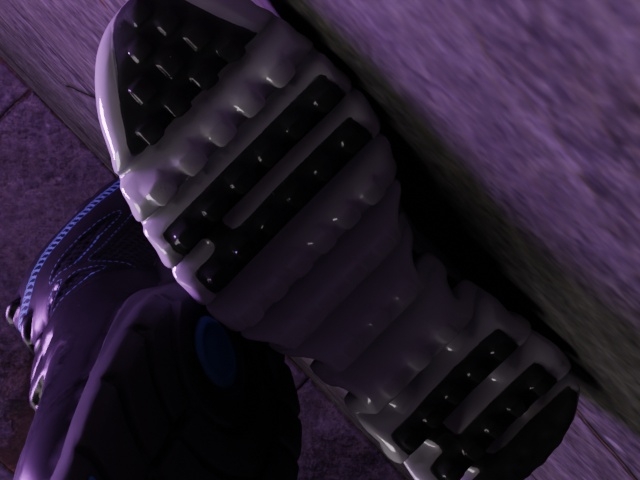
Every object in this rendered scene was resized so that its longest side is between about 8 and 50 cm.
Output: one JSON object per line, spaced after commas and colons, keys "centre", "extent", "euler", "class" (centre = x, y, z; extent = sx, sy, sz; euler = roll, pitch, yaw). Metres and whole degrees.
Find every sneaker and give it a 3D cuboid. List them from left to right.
{"centre": [-0.088, 0.060, 0.610], "extent": [0.340, 0.140, 0.125], "euler": [-75, -38, -60], "class": "sneaker"}
{"centre": [0.000, 0.000, 0.572], "extent": [0.292, 0.110, 0.118], "euler": [50, -178, -28], "class": "sneaker"}
